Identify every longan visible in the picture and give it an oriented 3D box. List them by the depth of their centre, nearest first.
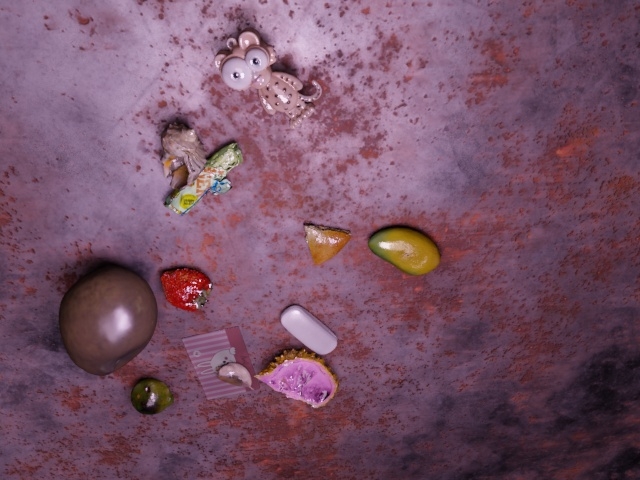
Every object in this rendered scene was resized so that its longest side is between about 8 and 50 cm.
[{"bbox_3d":[-0.620,0.236,1.471,0.288,0.288,0.350,18,123,-16],"label":"longan"}]

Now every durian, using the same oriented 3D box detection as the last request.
[{"bbox_3d":[-0.054,0.466,1.758,0.341,0.112,0.191,35,100,-31],"label":"durian"}]

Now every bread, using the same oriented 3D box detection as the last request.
[{"bbox_3d":[0.006,0.021,1.550,0.154,0.054,0.136,14,119,-11],"label":"bread"}]

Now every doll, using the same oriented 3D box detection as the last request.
[{"bbox_3d":[-0.130,-0.406,1.265,0.278,0.119,0.154,32,122,-23],"label":"doll"}]

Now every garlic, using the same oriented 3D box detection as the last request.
[{"bbox_3d":[-0.291,0.469,1.749,0.152,0.066,0.084,18,142,-12],"label":"garlic"}]

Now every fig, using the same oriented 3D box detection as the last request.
[{"bbox_3d":[-0.575,0.544,1.746,0.123,0.123,0.156,-40,154,15],"label":"fig"}]

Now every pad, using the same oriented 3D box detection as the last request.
[{"bbox_3d":[-0.346,0.438,1.759,0.202,0.005,0.299,-12,119,0],"label":"pad"}]

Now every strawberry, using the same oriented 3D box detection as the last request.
[{"bbox_3d":[-0.413,0.150,1.539,0.148,0.131,0.131,17,119,18],"label":"strawberry"}]

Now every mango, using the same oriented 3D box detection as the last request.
[{"bbox_3d":[0.269,0.027,1.563,0.237,0.091,0.137,30,105,-21],"label":"mango"}]

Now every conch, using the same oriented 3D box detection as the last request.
[{"bbox_3d":[-0.375,-0.215,1.326,0.130,0.155,0.207,15,136,-34],"label":"conch"}]

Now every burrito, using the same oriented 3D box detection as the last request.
[{"bbox_3d":[-0.318,-0.159,1.410,0.288,0.054,0.104,-40,116,14],"label":"burrito"}]

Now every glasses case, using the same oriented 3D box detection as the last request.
[{"bbox_3d":[-0.037,0.305,1.693,0.092,0.059,0.233,-42,114,14],"label":"glasses case"}]
